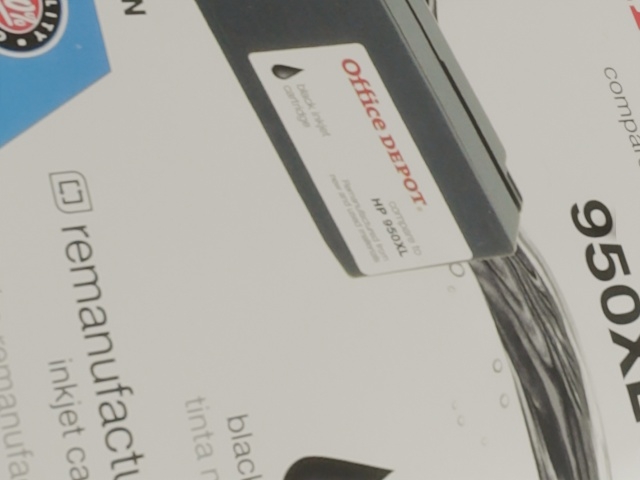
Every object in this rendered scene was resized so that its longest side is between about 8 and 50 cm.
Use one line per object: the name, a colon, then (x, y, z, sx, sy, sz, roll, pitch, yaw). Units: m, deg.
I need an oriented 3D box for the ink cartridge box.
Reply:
ink cartridge box: (0.000, 0.000, 0.489, 0.394, 0.286, 0.166, -8, 163, -27)
